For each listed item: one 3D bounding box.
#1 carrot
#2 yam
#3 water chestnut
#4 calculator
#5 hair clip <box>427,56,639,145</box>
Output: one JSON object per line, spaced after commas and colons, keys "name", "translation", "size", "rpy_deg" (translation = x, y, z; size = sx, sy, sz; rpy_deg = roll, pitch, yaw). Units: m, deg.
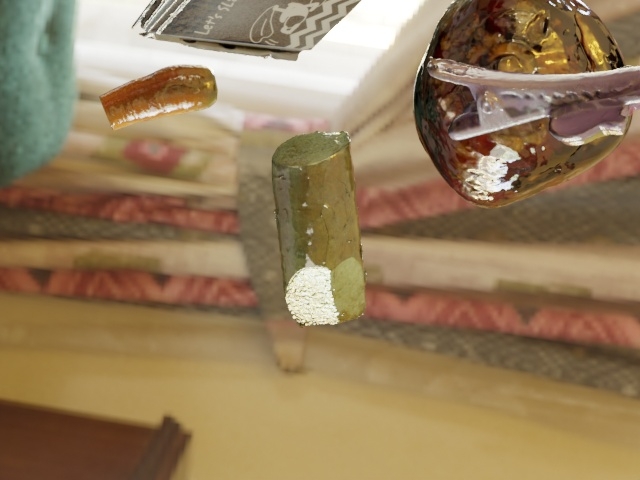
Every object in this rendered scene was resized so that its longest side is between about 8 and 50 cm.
{"name": "carrot", "translation": [-0.266, -0.241, 2.501], "size": [0.087, 0.193, 0.087], "rpy_deg": [168, -90, -86]}
{"name": "yam", "translation": [0.000, 0.000, 1.794], "size": [0.106, 0.106, 0.259], "rpy_deg": [-76, 161, -61]}
{"name": "water chestnut", "translation": [0.235, -0.185, 1.863], "size": [0.244, 0.289, 0.289], "rpy_deg": [-17, -126, 45]}
{"name": "calculator", "translation": [-0.085, -0.287, 1.891], "size": [0.165, 0.274, 0.028], "rpy_deg": [-40, -122, 43]}
{"name": "hair clip", "translation": [0.258, -0.157, 1.659], "size": [0.137, 0.278, 0.090], "rpy_deg": [-60, 150, -56]}
